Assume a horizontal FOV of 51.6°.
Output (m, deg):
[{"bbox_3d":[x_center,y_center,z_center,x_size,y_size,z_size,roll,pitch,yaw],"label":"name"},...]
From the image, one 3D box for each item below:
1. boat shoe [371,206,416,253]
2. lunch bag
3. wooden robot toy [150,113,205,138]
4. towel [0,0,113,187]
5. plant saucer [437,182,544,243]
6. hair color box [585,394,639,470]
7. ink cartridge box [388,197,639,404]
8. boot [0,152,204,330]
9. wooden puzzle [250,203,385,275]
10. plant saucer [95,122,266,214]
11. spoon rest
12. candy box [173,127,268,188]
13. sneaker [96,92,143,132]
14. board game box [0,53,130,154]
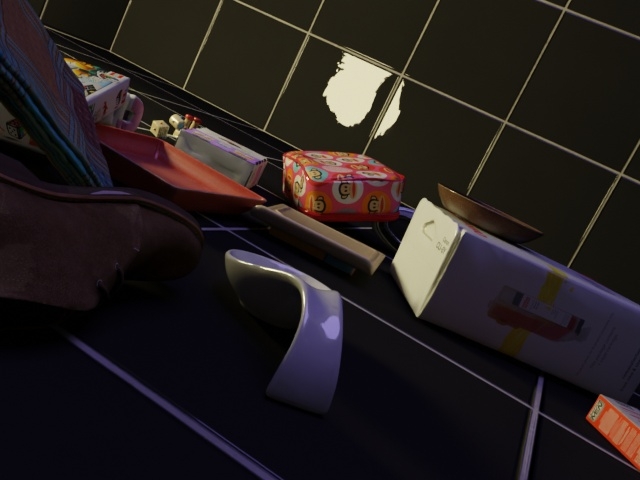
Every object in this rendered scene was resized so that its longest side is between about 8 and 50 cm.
[{"bbox_3d":[0.256,0.018,1.467,0.306,0.113,0.105,35,-4,-1],"label":"boat shoe"},{"bbox_3d":[0.059,-0.127,1.469,0.258,0.120,0.293,-2,19,-14],"label":"lunch bag"},{"bbox_3d":[-0.304,-0.243,1.539,0.079,0.076,0.173,44,18,28],"label":"wooden robot toy"},{"bbox_3d":[-0.308,-0.209,0.662,0.370,0.040,0.271,72,-7,-57],"label":"towel"},{"bbox_3d":[0.284,-0.041,1.139,0.199,0.036,0.198,25,11,-5],"label":"plant saucer"},{"bbox_3d":[0.415,0.259,0.849,0.072,0.043,0.141,23,12,-16],"label":"hair color box"},{"bbox_3d":[0.334,0.094,1.140,0.385,0.160,0.279,24,10,-9],"label":"ink cartridge box"},{"bbox_3d":[-0.192,0.019,0.516,0.305,0.112,0.115,15,44,-62],"label":"boot"},{"bbox_3d":[0.000,0.000,1.152,0.221,0.044,0.239,27,6,7],"label":"wooden puzzle"},{"bbox_3d":[-0.252,-0.109,1.051,0.259,0.047,0.258,29,11,22],"label":"plant saucer"},{"bbox_3d":[-0.026,0.061,0.653,0.137,0.084,0.276,23,12,-17],"label":"spoon rest"},{"bbox_3d":[-0.209,-0.174,1.408,0.165,0.070,0.196,26,11,-1],"label":"candy box"},{"bbox_3d":[-0.457,-0.273,1.272,0.105,0.095,0.236,24,3,28],"label":"sneaker"},{"bbox_3d":[-0.417,-0.216,0.948,0.193,0.053,0.305,18,23,-5],"label":"board game box"}]
